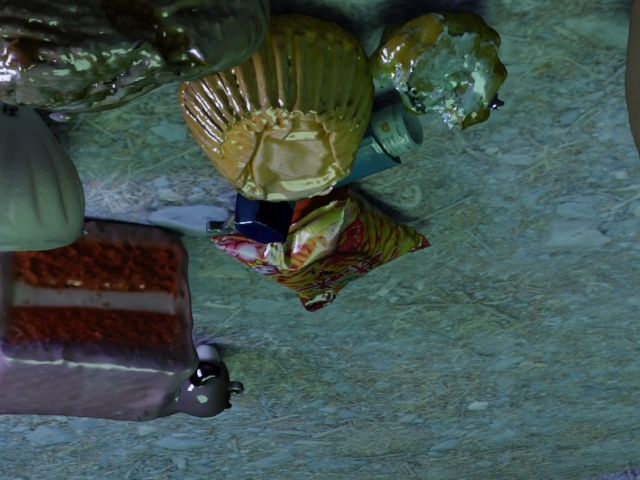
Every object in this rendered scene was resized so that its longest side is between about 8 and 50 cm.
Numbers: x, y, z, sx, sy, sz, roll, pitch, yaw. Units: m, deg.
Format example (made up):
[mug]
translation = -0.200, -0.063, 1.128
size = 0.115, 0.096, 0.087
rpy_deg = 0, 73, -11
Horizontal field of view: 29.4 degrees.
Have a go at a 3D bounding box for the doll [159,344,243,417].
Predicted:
[doll]
translation = -0.264, 0.255, 2.147
size = 0.257, 0.117, 0.182
rpy_deg = -5, 154, 3

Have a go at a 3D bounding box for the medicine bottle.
[medicine bottle]
translation = 0.006, -0.091, 1.538
size = 0.258, 0.124, 0.079
rpy_deg = -21, 145, 24

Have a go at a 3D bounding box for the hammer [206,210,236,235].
[hammer]
translation = -0.099, -0.053, 1.703
size = 0.062, 0.017, 0.182
rpy_deg = 9, 148, -25

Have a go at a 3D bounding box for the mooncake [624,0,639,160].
[mooncake]
translation = 0.470, -0.174, 1.201
size = 0.200, 0.379, 0.378
rpy_deg = -2, 152, -14

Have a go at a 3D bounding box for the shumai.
[shumai]
translation = -0.230, -0.185, 1.223
size = 0.346, 0.217, 0.283
rpy_deg = -3, 152, -10

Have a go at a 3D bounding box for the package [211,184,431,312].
[package]
translation = 0.006, -0.002, 1.727
size = 0.223, 0.108, 0.288
rpy_deg = -22, 155, 20

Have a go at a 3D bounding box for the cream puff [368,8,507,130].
[cream puff]
translation = 0.128, -0.200, 1.359
size = 0.156, 0.121, 0.156
rpy_deg = 27, -178, -1

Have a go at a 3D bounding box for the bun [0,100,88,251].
[bun]
translation = -0.400, -0.095, 1.434
size = 0.263, 0.175, 0.263
rpy_deg = 8, -169, -1

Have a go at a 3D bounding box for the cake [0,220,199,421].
[cake]
translation = -0.349, 0.122, 1.750
size = 0.308, 0.237, 0.230
rpy_deg = 8, 148, -25

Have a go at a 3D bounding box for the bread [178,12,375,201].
[bread]
translation = -0.048, -0.154, 1.392
size = 0.239, 0.139, 0.240
rpy_deg = -5, 149, -3
